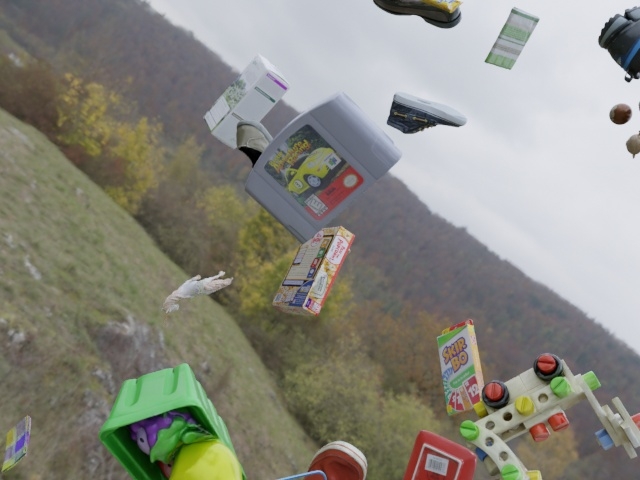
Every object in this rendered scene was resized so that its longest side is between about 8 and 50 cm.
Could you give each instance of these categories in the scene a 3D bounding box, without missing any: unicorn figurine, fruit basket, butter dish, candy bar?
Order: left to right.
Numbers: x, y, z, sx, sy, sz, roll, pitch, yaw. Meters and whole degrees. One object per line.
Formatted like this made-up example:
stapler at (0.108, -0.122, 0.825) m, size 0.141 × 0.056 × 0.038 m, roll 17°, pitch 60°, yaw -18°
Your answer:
fruit basket at (-0.317, 0.523, 1.555) m, size 0.392 × 0.282 × 0.392 m, roll -17°, pitch 90°, yaw -88°
unicorn figurine at (-0.273, 0.109, 1.435) m, size 0.060 × 0.162 × 0.111 m, roll 57°, pitch 34°, yaw 0°
candy bar at (0.268, -0.579, 1.593) m, size 0.161 × 0.040 × 0.018 m, roll 38°, pitch -10°, yaw 34°
butter dish at (0.290, 0.539, 1.535) m, size 0.160 × 0.160 × 0.118 m, roll 14°, pitch -6°, yaw 42°

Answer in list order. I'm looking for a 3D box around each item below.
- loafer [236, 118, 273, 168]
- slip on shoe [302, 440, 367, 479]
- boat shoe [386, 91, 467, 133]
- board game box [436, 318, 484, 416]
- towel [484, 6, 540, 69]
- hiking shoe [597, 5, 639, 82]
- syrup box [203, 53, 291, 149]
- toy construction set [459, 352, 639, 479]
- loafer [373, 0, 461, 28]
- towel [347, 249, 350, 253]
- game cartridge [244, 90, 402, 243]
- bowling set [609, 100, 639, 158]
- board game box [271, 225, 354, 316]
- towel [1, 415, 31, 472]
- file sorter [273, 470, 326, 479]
loafer at (-0.135, -0.196, 1.688) m, size 0.094 × 0.087 × 0.251 m, roll -10°, pitch -39°, yaw 37°
slip on shoe at (-0.003, 0.554, 1.424) m, size 0.123 × 0.331 × 0.101 m, roll 33°, pitch 29°, yaw 2°
boat shoe at (0.251, -0.287, 1.587) m, size 0.183 × 0.083 × 0.065 m, roll 20°, pitch 29°, yaw 4°
board game box at (0.403, 0.362, 1.919) m, size 0.039 × 0.124 × 0.259 m, roll 21°, pitch 53°, yaw -33°
towel at (0.496, -0.525, 1.739) m, size 0.113 × 0.152 × 0.023 m, roll 3°, pitch 35°, yaw -38°
hiking shoe at (0.701, -0.411, 1.290) m, size 0.113 × 0.304 × 0.132 m, roll 47°, pitch 19°, yaw -71°
syrup box at (-0.200, -0.373, 1.799) m, size 0.096 × 0.237 × 0.093 m, roll 31°, pitch 21°, yaw -44°
toy construction set at (0.379, 0.325, 1.124) m, size 0.151 × 0.327 × 0.215 m, roll 69°, pitch 0°, yaw -47°
loafer at (0.250, -0.638, 1.748) m, size 0.267 × 0.096 × 0.084 m, roll 29°, pitch -20°, yaw 28°
towel at (0.000, 0.000, 1.659) m, size 0.148 × 0.027 × 0.110 m, roll 7°, pitch 26°, yaw -49°
game cartridge at (-0.010, -0.141, 1.298) m, size 0.196 × 0.294 × 0.060 m, roll 45°, pitch 32°, yaw -6°
bowling set at (0.778, -0.264, 1.584) m, size 0.199 × 0.287 × 0.154 m, roll 15°, pitch 19°, yaw 28°
board game box at (-0.018, 0.065, 1.441) m, size 0.045 × 0.193 × 0.146 m, roll 33°, pitch -17°, yaw -25°
towel at (-0.515, 0.344, 1.129) m, size 0.009 × 0.060 × 0.083 m, roll 43°, pitch 15°, yaw -37°
file sorter at (-0.014, 0.444, 1.006) m, size 0.118 × 0.105 × 0.170 m, roll -6°, pitch 16°, yaw -20°
